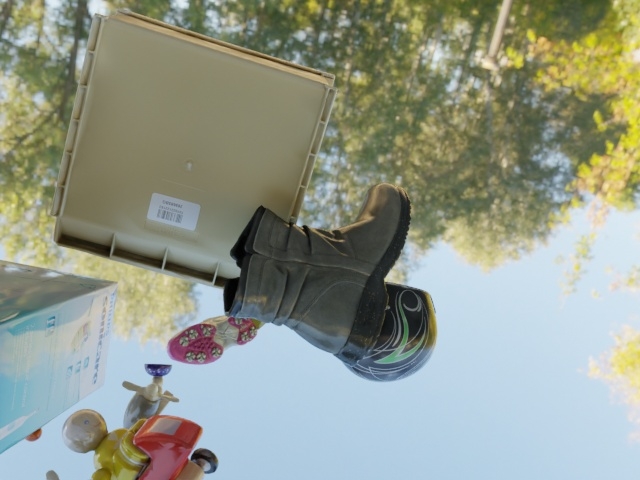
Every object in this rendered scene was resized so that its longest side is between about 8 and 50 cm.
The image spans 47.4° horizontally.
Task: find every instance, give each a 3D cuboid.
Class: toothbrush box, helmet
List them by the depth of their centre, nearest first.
[{"bbox_3d":[-0.350,0.096,0.678,0.216,0.126,0.295,10,-175,7],"label":"toothbrush box"},{"bbox_3d":[0.111,0.158,1.229,0.169,0.162,0.169,9,169,2],"label":"helmet"}]

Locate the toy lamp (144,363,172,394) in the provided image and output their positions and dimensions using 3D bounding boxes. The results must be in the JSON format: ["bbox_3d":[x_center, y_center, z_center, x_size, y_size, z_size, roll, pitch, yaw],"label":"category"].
[{"bbox_3d":[-0.407,0.445,1.802,0.080,0.275,0.080,2,169,0],"label":"toy lamp"}]

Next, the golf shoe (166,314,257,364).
[{"bbox_3d":[-0.316,0.274,2.026,0.140,0.115,0.306,-11,-179,42],"label":"golf shoe"}]

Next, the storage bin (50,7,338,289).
[{"bbox_3d":[-0.142,-0.096,0.829,0.262,0.261,0.123,16,-165,-8],"label":"storage bin"}]

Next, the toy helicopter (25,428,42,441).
[{"bbox_3d":[-0.669,0.364,1.617,0.140,0.235,0.355,-22,-166,-28],"label":"toy helicopter"}]

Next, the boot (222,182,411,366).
[{"bbox_3d":[0.000,0.000,0.766,0.161,0.083,0.247,27,-131,-10],"label":"boot"}]

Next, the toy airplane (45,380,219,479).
[{"bbox_3d":[-0.429,0.459,1.479,0.384,0.272,0.386,-41,-168,-15],"label":"toy airplane"}]

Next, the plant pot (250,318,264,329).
[{"bbox_3d":[-0.130,0.085,2.024,0.187,0.212,0.212,47,-130,3],"label":"plant pot"}]
